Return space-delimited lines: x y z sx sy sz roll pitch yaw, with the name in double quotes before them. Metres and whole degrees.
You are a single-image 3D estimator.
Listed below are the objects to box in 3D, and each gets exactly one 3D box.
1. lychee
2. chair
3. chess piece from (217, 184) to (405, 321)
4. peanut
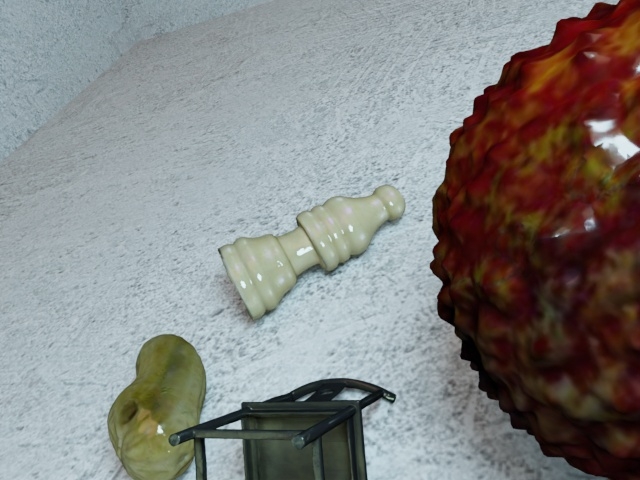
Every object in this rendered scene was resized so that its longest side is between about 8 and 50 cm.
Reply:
"lychee" 0.292 0.011 0.487 0.424 0.425 0.500 -53 5 -33
"chair" -0.024 0.235 0.623 0.155 0.260 0.141 -6 83 22
"chess piece" 0.000 0.000 0.938 0.308 0.124 0.139 -27 4 -9
"peanut" -0.214 0.210 0.786 0.120 0.110 0.236 -34 32 11
